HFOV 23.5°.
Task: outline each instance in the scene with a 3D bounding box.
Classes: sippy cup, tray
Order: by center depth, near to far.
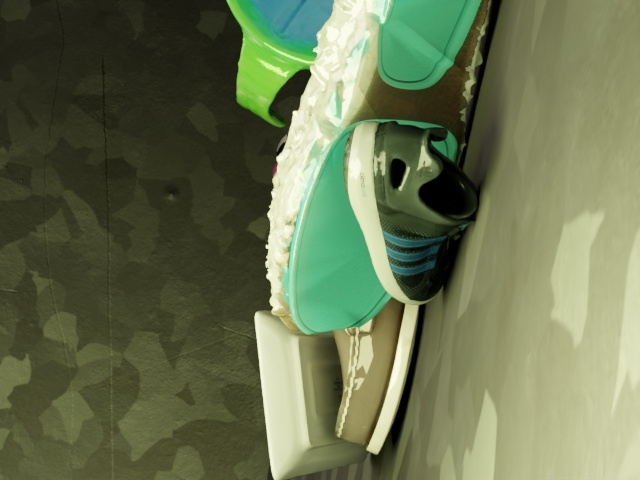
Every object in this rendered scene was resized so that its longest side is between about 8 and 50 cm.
[{"bbox_3d":[0.005,0.136,1.396,0.270,0.030,0.145,12,-109,-72],"label":"tray"},{"bbox_3d":[0.023,-0.277,1.643,0.224,0.305,0.240,38,-150,-81],"label":"sippy cup"}]

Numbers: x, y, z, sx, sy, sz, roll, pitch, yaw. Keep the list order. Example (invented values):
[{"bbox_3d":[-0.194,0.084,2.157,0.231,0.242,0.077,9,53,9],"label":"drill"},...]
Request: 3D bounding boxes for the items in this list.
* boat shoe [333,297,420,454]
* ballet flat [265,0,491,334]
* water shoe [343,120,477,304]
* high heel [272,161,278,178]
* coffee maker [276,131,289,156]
[{"bbox_3d":[0.043,0.020,1.335,0.116,0.096,0.325,-123,43,-84],"label":"boat shoe"},{"bbox_3d":[0.049,-0.126,1.209,0.147,0.147,0.409,-89,17,-69],"label":"ballet flat"},{"bbox_3d":[0.077,-0.012,1.123,0.203,0.080,0.073,59,-143,-55],"label":"water shoe"},{"bbox_3d":[0.003,-0.166,2.215,0.244,0.082,0.117,-39,45,54],"label":"high heel"},{"bbox_3d":[0.012,-0.119,2.355,0.178,0.120,0.171,103,152,-61],"label":"coffee maker"}]
